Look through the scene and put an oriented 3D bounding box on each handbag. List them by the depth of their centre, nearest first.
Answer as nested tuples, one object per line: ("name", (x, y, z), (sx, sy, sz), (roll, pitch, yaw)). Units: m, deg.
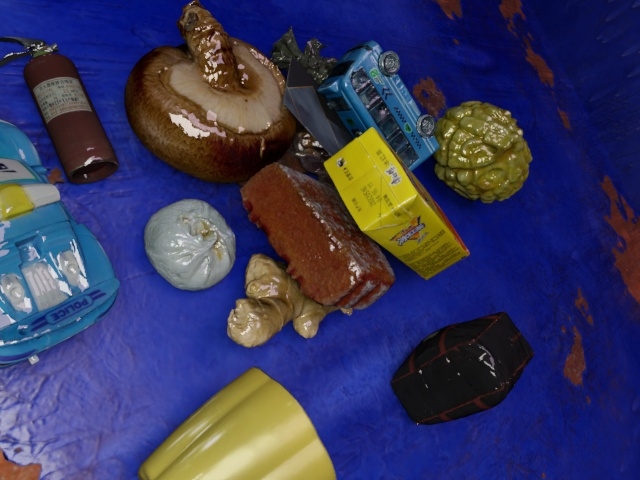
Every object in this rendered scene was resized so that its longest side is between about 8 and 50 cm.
("handbag", (0.257, 0.228, 0.917), (0.169, 0.215, 0.155), (-13, 68, -47))

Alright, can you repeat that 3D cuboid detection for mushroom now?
("mushroom", (-0.173, -0.225, 0.822), (0.297, 0.163, 0.278), (-30, 99, -47))

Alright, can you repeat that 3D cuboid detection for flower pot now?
("flower pot", (-0.107, 0.280, 0.608), (0.179, 0.195, 0.195), (-25, 86, -32))

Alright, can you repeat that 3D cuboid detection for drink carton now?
("drink carton", (0.153, -0.048, 0.921), (0.351, 0.111, 0.155), (32, 27, -58))

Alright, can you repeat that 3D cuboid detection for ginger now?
("ginger", (-0.038, 0.091, 0.825), (0.333, 0.081, 0.148), (5, 45, -51))

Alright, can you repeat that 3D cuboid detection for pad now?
("pad", (0.016, -0.215, 0.941), (0.243, 0.004, 0.164), (42, 36, -36))

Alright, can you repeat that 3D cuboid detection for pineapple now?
("pineapple", (0.008, -0.335, 1.054), (0.248, 0.128, 0.128), (39, 48, -17))

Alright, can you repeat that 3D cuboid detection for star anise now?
("star anise", (0.036, -0.148, 1.015), (0.212, 0.073, 0.197), (54, 37, 1))

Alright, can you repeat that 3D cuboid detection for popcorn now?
("popcorn", (0.396, -0.224, 1.266), (0.257, 0.224, 0.270), (-3, 61, -59))

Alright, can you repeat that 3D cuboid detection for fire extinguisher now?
("fire extinguisher", (-0.370, -0.189, 0.701), (0.099, 0.071, 0.231), (-26, 85, -17))

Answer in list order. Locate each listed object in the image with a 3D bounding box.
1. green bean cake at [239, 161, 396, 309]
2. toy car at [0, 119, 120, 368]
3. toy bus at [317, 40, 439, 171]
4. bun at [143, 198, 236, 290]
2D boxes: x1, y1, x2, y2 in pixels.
("green bean cake", (0.000, 0.000, 0.808), (0.198, 0.097, 0.233), (14, 39, -49))
("toy car", (-0.361, -0.017, 0.553), (0.198, 0.166, 0.314), (-30, 88, -48))
("toy bus", (0.112, -0.245, 0.973), (0.134, 0.113, 0.246), (-43, 114, -10))
("bun", (-0.183, 0.002, 0.746), (0.140, 0.083, 0.141), (22, 54, -34))
